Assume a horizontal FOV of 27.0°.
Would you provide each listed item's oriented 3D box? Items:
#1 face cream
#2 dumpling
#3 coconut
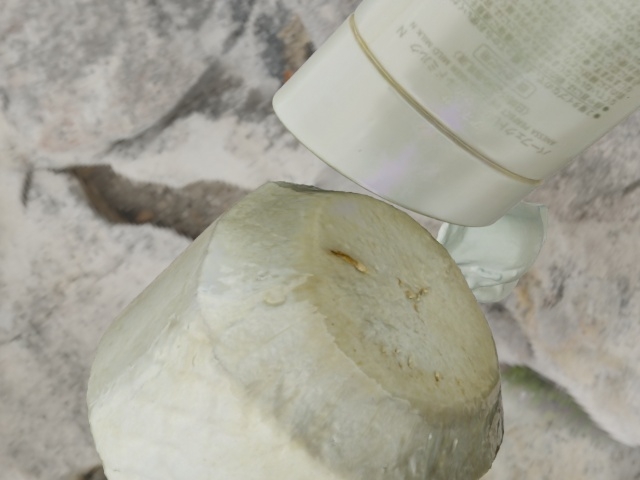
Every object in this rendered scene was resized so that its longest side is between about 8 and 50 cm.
[{"bbox_3d":[0.134,-0.136,0.806,0.173,0.081,0.348,37,129,-12],"label":"face cream"},{"bbox_3d":[0.211,0.012,1.716,0.124,0.229,0.151,41,115,41],"label":"dumpling"},{"bbox_3d":[-0.019,0.086,0.716,0.202,0.202,0.222,45,127,2],"label":"coconut"}]
